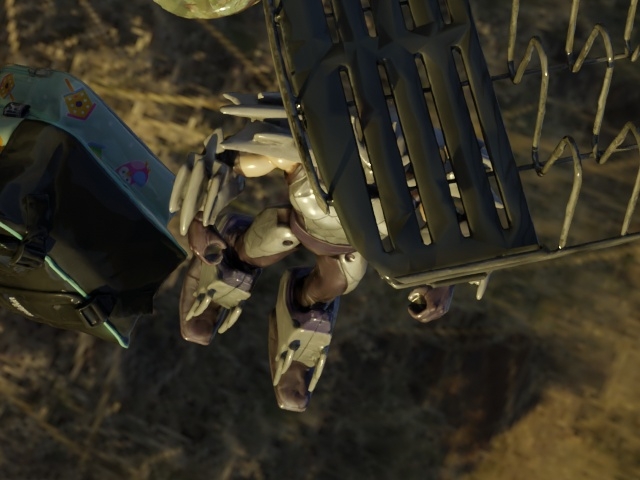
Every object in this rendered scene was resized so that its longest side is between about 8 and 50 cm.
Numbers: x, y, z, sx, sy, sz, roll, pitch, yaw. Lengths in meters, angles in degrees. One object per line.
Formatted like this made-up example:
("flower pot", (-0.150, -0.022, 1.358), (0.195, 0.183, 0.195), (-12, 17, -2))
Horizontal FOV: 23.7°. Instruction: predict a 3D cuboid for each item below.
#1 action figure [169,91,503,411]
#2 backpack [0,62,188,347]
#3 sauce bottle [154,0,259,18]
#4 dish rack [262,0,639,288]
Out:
("action figure", (0.000, 0.000, 0.882), (0.285, 0.185, 0.099), (126, -16, -60))
("backpack", (-0.192, -0.030, 0.992), (0.166, 0.188, 0.144), (45, 62, -42))
("sauce bottle", (-0.035, -0.242, 1.059), (0.344, 0.111, 0.111), (-58, 161, -65))
("dish rack", (0.116, -0.097, 0.545), (0.074, 0.272, 0.208), (89, -12, -68))
